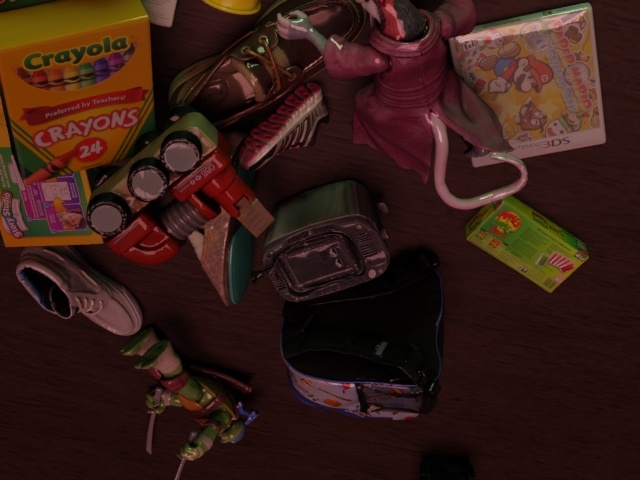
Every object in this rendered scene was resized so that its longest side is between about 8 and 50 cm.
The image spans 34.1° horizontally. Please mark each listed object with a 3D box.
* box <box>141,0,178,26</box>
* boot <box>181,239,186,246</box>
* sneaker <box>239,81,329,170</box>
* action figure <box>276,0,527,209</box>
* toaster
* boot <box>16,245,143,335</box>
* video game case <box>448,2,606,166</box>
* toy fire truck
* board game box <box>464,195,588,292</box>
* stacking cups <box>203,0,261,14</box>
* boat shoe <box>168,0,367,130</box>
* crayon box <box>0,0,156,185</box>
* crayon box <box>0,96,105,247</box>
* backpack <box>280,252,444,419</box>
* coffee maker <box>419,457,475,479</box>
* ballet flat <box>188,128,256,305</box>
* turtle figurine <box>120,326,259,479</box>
[{"bbox_3d":[-0.240,-0.364,1.443,0.102,0.101,0.087,13,124,-8],"label":"box"},{"bbox_3d":[-0.270,-0.048,1.675,0.121,0.045,0.099,21,128,21],"label":"boot"},{"bbox_3d":[-0.047,-0.157,1.566,0.170,0.063,0.075,-47,128,-14],"label":"sneaker"},{"bbox_3d":[0.111,-0.211,1.392,0.248,0.275,0.370,-25,152,1],"label":"action figure"},{"bbox_3d":[0.000,0.000,1.651,0.227,0.146,0.129,-20,120,15],"label":"toaster"},{"bbox_3d":[-0.409,0.100,1.756,0.095,0.123,0.258,-34,116,23],"label":"boot"},{"bbox_3d":[0.310,-0.226,1.553,0.206,0.026,0.227,-10,123,10],"label":"video game case"},{"bbox_3d":[-0.185,-0.046,1.517,0.217,0.158,0.246,-38,115,15],"label":"toy fire truck"},{"bbox_3d":[0.335,0.001,1.696,0.181,0.043,0.092,31,120,-17],"label":"board game box"},{"bbox_3d":[-0.081,-0.458,1.374,0.096,0.096,0.316,17,124,-8],"label":"stacking cups"},{"bbox_3d":[-0.083,-0.246,1.501,0.342,0.123,0.123,-26,119,19],"label":"boat shoe"},{"bbox_3d":[-0.333,-0.224,1.407,0.202,0.081,0.318,-17,147,-17],"label":"crayon box"},{"bbox_3d":[-0.436,-0.123,1.630,0.165,0.081,0.278,-2,124,5],"label":"crayon box"},{"bbox_3d":[0.067,0.166,1.713,0.263,0.276,0.213,5,138,4],"label":"backpack"},{"bbox_3d":[0.229,0.510,2.000,0.120,0.171,0.178,-2,105,-22],"label":"coffee maker"},{"bbox_3d":[-0.162,-0.041,1.675,0.106,0.107,0.316,16,121,16],"label":"ballet flat"},{"bbox_3d":[-0.271,0.305,1.848,0.275,0.198,0.266,-25,116,15],"label":"turtle figurine"}]
